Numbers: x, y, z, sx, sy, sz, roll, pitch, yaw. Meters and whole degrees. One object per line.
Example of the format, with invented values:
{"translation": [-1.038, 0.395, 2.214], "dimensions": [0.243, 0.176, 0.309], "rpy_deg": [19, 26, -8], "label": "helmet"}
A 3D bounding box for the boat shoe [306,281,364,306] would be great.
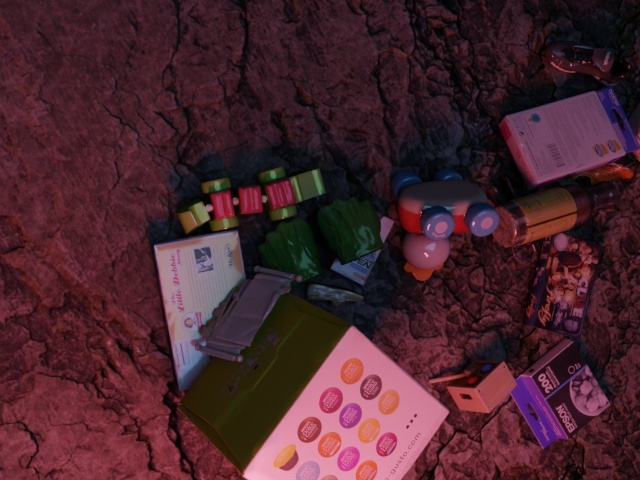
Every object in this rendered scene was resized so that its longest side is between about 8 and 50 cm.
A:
{"translation": [0.032, 0.129, 1.868], "dimensions": [0.135, 0.050, 0.045], "rpy_deg": [12, 92, -7], "label": "boat shoe"}

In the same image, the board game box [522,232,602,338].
{"translation": [0.604, 0.110, 2.028], "dimensions": [0.165, 0.042, 0.243], "rpy_deg": [15, 87, -26], "label": "board game box"}

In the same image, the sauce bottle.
{"translation": [0.568, -0.072, 1.955], "dimensions": [0.344, 0.111, 0.111], "rpy_deg": [-14, 96, -25], "label": "sauce bottle"}

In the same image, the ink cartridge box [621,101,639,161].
{"translation": [0.954, -0.229, 1.961], "dimensions": [0.279, 0.384, 0.160], "rpy_deg": [39, 84, -14], "label": "ink cartridge box"}

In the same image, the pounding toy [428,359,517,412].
{"translation": [0.361, 0.339, 1.940], "dimensions": [0.130, 0.141, 0.100], "rpy_deg": [-36, 102, -28], "label": "pounding toy"}

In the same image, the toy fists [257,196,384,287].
{"translation": [0.000, 0.000, 1.803], "dimensions": [0.279, 0.096, 0.142], "rpy_deg": [-23, 85, 3], "label": "toy fists"}

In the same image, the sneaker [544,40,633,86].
{"translation": [0.673, -0.448, 2.011], "dimensions": [0.234, 0.106, 0.078], "rpy_deg": [16, 86, -17], "label": "sneaker"}

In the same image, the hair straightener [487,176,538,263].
{"translation": [0.465, -0.037, 2.000], "dimensions": [0.089, 0.047, 0.230], "rpy_deg": [-30, 104, -14], "label": "hair straightener"}

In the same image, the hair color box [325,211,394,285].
{"translation": [0.090, 0.010, 1.877], "dimensions": [0.093, 0.053, 0.167], "rpy_deg": [27, 83, -15], "label": "hair color box"}

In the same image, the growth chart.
{"translation": [-0.157, 0.148, 1.692], "dimensions": [0.237, 0.172, 0.021], "rpy_deg": [-55, 129, -16], "label": "growth chart"}

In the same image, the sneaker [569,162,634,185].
{"translation": [0.707, -0.169, 2.059], "dimensions": [0.175, 0.064, 0.068], "rpy_deg": [5, 94, -7], "label": "sneaker"}

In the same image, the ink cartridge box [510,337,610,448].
{"translation": [0.600, 0.390, 2.048], "dimensions": [0.208, 0.045, 0.206], "rpy_deg": [-35, 101, -12], "label": "ink cartridge box"}

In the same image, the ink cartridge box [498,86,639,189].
{"translation": [0.613, -0.254, 1.996], "dimensions": [0.311, 0.065, 0.186], "rpy_deg": [-18, 76, -14], "label": "ink cartridge box"}

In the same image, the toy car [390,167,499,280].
{"translation": [0.270, -0.015, 1.885], "dimensions": [0.210, 0.219, 0.238], "rpy_deg": [-5, 122, -17], "label": "toy car"}

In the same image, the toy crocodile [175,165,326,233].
{"translation": [-0.149, -0.090, 1.774], "dimensions": [0.340, 0.105, 0.115], "rpy_deg": [-13, 95, -17], "label": "toy crocodile"}

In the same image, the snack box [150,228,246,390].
{"translation": [-0.249, 0.149, 1.774], "dimensions": [0.187, 0.060, 0.322], "rpy_deg": [-10, 95, -18], "label": "snack box"}

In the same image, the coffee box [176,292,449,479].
{"translation": [-0.023, 0.344, 1.665], "dimensions": [0.334, 0.338, 0.338], "rpy_deg": [44, 78, -31], "label": "coffee box"}
